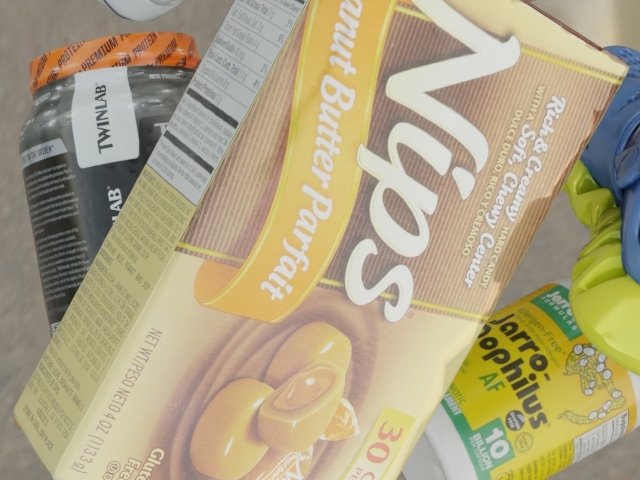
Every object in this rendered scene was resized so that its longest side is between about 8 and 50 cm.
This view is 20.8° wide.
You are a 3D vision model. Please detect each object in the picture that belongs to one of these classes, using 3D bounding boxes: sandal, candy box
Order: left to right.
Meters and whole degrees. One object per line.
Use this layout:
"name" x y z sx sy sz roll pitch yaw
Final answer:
"candy box" 0.000 0.000 0.897 0.183 0.087 0.316 26 95 -31
"sandal" 0.211 -0.042 1.001 0.126 0.317 0.138 25 115 -15

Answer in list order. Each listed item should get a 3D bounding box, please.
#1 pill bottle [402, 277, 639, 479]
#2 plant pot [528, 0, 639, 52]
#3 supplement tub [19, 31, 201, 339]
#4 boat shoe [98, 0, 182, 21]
"pill bottle" 0.151 0.097 1.190 0.208 0.117 0.118 -26 88 -16
"plant pot" 0.194 -0.167 1.560 0.284 0.284 0.191 -30 113 -17
"supplement tub" -0.169 -0.014 1.646 0.207 0.207 0.338 -9 86 -16
"boat shoe" -0.188 -0.281 1.204 0.109 0.094 0.302 -19 83 -58
